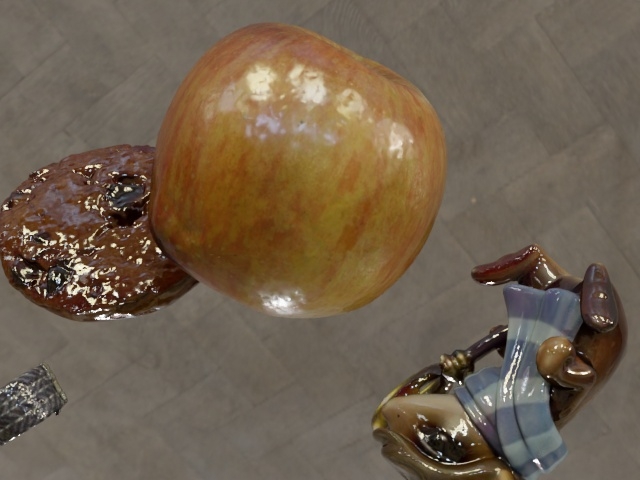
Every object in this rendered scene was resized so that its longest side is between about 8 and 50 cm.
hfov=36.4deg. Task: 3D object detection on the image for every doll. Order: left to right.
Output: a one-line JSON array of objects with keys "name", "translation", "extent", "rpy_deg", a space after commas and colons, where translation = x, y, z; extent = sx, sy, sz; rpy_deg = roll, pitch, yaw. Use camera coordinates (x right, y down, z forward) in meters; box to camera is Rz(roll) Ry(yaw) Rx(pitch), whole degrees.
[{"name": "doll", "translation": [0.210, 0.168, 1.136], "extent": [0.209, 0.318, 0.340], "rpy_deg": [37, 91, 4]}]

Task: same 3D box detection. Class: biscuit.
[{"name": "biscuit", "translation": [-0.174, -0.012, 0.802], "extent": [0.192, 0.192, 0.049], "rpy_deg": [1, 136, 7]}]

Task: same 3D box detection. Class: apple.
[{"name": "apple", "translation": [-0.016, -0.050, 0.695], "extent": [0.211, 0.211, 0.188], "rpy_deg": [25, 107, -5]}]

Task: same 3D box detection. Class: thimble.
[{"name": "thimble", "translation": [-0.363, 0.200, 1.164], "extent": [0.104, 0.095, 0.066], "rpy_deg": [-31, 92, 11]}]
